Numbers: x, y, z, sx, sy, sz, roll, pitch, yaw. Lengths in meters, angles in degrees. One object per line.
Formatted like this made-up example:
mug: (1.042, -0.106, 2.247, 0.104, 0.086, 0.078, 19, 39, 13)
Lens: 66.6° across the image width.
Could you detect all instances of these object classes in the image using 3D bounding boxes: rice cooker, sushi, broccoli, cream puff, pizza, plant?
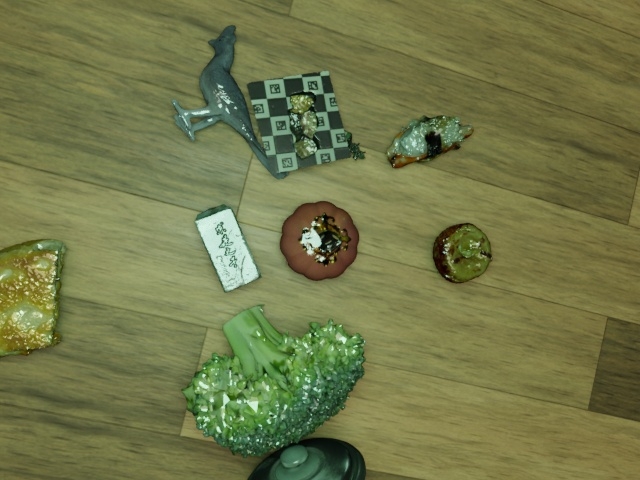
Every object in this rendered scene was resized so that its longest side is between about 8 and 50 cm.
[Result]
rice cooker: (-0.017, 0.561, 1.000, 0.264, 0.317, 0.316, -13, 92, 14)
sushi: (-0.051, -0.264, 1.110, 0.192, 0.050, 0.215, -13, 85, -12)
broccoli: (-0.093, 0.292, 1.006, 0.318, 0.277, 0.338, 25, 76, 11)
cream puff: (0.336, 0.031, 1.170, 0.149, 0.084, 0.149, -1, 92, -13)
pizza: (-0.632, 0.144, 0.997, 0.335, 0.086, 0.226, -45, 101, -6)
plant: (0.067, -0.225, 1.141, 0.102, 0.051, 0.051, 37, 83, -1)
sushi: (0.259, -0.246, 1.154, 0.226, 0.103, 0.097, -19, 76, -12)

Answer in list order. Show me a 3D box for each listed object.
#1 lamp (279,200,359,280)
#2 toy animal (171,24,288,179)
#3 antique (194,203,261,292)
lamp: (0.000, 0.000, 1.083, 0.182, 0.140, 0.182, 1, 85, -11)
toy animal: (-0.219, -0.289, 1.071, 0.206, 0.081, 0.367, -20, 92, -24)
antique: (-0.206, 0.014, 1.072, 0.088, 0.086, 0.183, -24, 93, -10)
